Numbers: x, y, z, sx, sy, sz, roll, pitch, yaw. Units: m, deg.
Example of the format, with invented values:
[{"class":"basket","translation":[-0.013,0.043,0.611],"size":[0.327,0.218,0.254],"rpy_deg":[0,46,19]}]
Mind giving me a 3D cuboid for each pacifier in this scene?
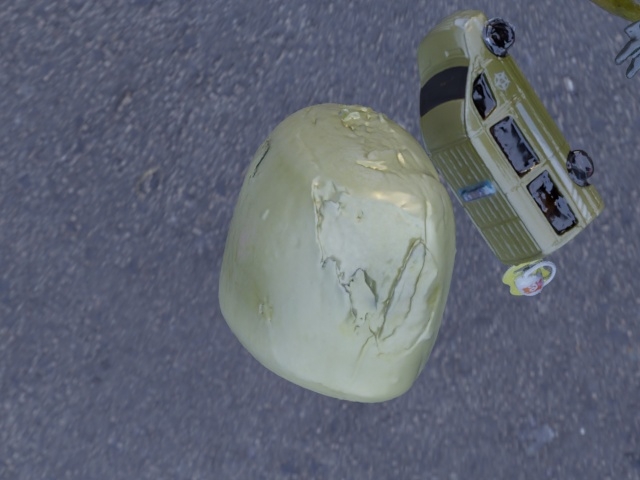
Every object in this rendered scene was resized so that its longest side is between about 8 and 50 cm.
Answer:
[{"class":"pacifier","translation":[0.266,0.035,1.708],"size":[0.068,0.064,0.083],"rpy_deg":[-32,145,9]}]

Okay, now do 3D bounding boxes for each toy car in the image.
[{"class":"toy car","translation":[0.176,-0.103,1.343],"size":[0.256,0.124,0.101],"rpy_deg":[55,149,-10]}]

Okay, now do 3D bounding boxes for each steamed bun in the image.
[{"class":"steamed bun","translation":[0.000,0.000,1.181],"size":[0.166,0.273,0.232],"rpy_deg":[-2,122,-23]}]

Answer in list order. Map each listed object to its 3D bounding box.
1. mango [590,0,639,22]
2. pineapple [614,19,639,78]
[{"class":"mango","translation":[0.300,-0.361,1.377],"size":[0.177,0.176,0.329],"rpy_deg":[-25,72,39]},{"class":"pineapple","translation":[0.388,-0.173,0.960],"size":[0.341,0.169,0.169],"rpy_deg":[-2,112,13]}]
